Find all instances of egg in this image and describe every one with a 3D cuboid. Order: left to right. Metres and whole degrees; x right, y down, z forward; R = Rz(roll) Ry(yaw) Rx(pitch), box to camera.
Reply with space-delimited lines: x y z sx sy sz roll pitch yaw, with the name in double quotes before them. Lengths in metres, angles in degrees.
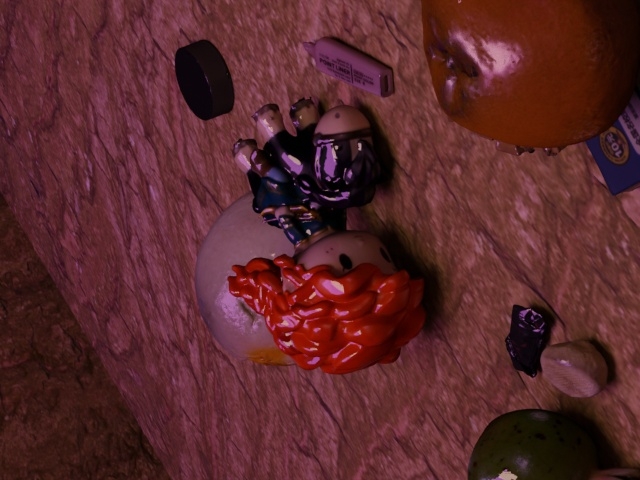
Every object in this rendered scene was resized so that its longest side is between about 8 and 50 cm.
"egg" -0.110 0.076 2.224 0.337 0.201 0.337 40 142 41

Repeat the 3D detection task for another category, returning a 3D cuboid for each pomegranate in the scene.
"pomegranate" 0.299 0.305 1.675 0.225 0.187 0.187 5 120 29

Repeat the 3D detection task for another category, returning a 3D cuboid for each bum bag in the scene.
"bum bag" 0.266 0.128 1.722 0.058 0.034 0.124 40 146 27

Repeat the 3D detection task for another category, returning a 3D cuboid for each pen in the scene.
"pen" 0.033 -0.249 1.860 0.197 0.032 0.053 33 139 47

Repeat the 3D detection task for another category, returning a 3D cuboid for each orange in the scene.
"orange" 0.195 -0.209 1.307 0.249 0.183 0.249 46 149 38

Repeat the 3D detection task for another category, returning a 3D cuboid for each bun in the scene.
"bun" 0.315 0.152 1.626 0.086 0.055 0.086 28 153 16

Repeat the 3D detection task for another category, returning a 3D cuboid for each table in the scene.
"table" -0.200 -0.274 2.277 0.133 0.043 0.133 44 148 38

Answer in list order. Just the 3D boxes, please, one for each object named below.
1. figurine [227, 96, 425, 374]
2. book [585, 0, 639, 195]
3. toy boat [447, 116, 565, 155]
"figurine" 0.003 -0.011 1.938 0.306 0.241 0.411 -7 88 37
"book" 0.337 -0.236 1.268 0.300 0.039 0.428 64 155 5
"toy boat" 0.220 -0.139 1.562 0.206 0.064 0.072 26 152 56
